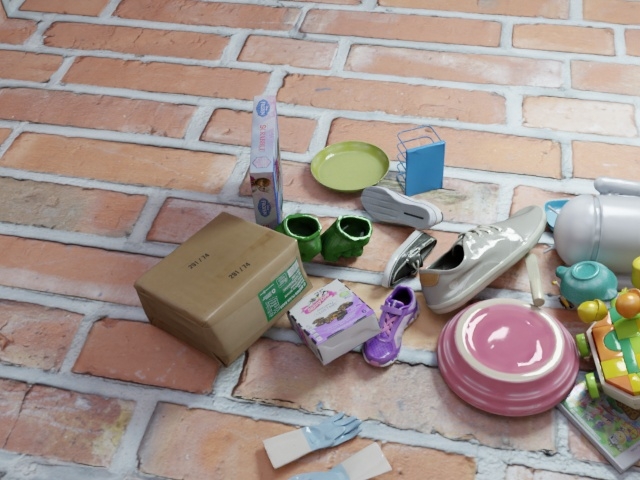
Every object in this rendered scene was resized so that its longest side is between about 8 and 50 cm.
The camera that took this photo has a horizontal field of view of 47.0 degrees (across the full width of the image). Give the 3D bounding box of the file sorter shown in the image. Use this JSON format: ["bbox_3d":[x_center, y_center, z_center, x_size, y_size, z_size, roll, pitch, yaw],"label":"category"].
[{"bbox_3d":[0.288,-0.236,2.159,0.118,0.170,0.104,-16,46,-10],"label":"file sorter"}]

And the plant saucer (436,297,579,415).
[{"bbox_3d":[0.444,0.255,1.746,0.331,0.084,0.332,-3,43,3],"label":"plant saucer"}]

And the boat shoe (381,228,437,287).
[{"bbox_3d":[0.239,0.051,1.963,0.070,0.078,0.219,24,52,25],"label":"boat shoe"}]

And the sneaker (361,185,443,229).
[{"bbox_3d":[0.231,-0.087,2.093,0.258,0.094,0.091,27,17,37],"label":"sneaker"}]

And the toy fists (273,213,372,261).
[{"bbox_3d":[0.000,0.000,1.964,0.279,0.142,0.096,-1,68,-22],"label":"toy fists"}]

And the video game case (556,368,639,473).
[{"bbox_3d":[0.670,0.390,1.663,0.193,0.023,0.212,-26,51,-19],"label":"video game case"}]

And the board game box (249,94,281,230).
[{"bbox_3d":[-0.145,-0.179,2.037,0.065,0.319,0.318,-2,48,0],"label":"board game box"}]

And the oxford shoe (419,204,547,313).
[{"bbox_3d":[0.426,0.017,1.915,0.449,0.130,0.169,-36,11,-24],"label":"oxford shoe"}]

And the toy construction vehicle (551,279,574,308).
[{"bbox_3d":[0.645,0.128,1.871,0.085,0.035,0.098,-29,83,-8],"label":"toy construction vehicle"}]

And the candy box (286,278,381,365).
[{"bbox_3d":[0.027,0.195,1.806,0.164,0.070,0.196,-29,32,-14],"label":"candy box"}]

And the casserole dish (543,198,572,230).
[{"bbox_3d":[0.712,-0.066,2.065,0.188,0.037,0.114,-3,48,1],"label":"casserole dish"}]

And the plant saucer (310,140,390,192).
[{"bbox_3d":[0.091,-0.218,2.235,0.240,0.037,0.241,-3,44,2],"label":"plant saucer"}]

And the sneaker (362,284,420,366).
[{"bbox_3d":[0.174,0.200,1.816,0.095,0.105,0.236,20,53,19],"label":"sneaker"}]

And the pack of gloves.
[{"bbox_3d":[0.012,0.485,1.623,0.232,0.046,0.195,-17,38,-15],"label":"pack of gloves"}]

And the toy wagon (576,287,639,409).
[{"bbox_3d":[0.731,0.227,1.693,0.267,0.068,0.344,-15,39,18],"label":"toy wagon"}]

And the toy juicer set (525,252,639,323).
[{"bbox_3d":[0.636,0.127,1.777,0.328,0.090,0.209,2,42,33],"label":"toy juicer set"}]

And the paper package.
[{"bbox_3d":[-0.239,0.113,1.841,0.309,0.168,0.325,21,51,39],"label":"paper package"}]

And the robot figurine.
[{"bbox_3d":[0.762,-0.016,1.905,0.353,0.200,0.300,4,83,8],"label":"robot figurine"}]
